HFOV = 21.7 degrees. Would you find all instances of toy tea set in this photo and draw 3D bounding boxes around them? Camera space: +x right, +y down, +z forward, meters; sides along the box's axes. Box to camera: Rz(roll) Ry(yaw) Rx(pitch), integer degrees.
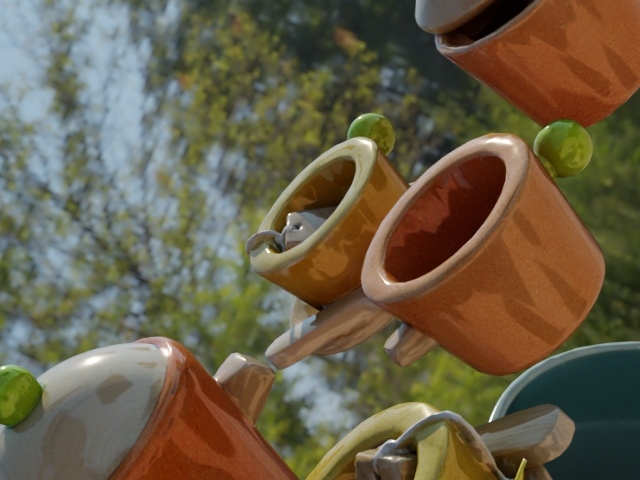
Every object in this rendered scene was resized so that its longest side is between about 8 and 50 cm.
[{"bbox_3d":[0.000,0.000,0.574,0.200,0.124,0.336,-26,30,42],"label":"toy tea set"}]

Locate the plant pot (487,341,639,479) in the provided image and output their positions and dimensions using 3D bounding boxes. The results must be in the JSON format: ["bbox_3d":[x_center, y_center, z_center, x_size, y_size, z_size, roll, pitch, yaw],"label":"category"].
[{"bbox_3d":[0.159,0.229,0.749,0.271,0.272,0.255,-50,-17,-58],"label":"plant pot"}]
